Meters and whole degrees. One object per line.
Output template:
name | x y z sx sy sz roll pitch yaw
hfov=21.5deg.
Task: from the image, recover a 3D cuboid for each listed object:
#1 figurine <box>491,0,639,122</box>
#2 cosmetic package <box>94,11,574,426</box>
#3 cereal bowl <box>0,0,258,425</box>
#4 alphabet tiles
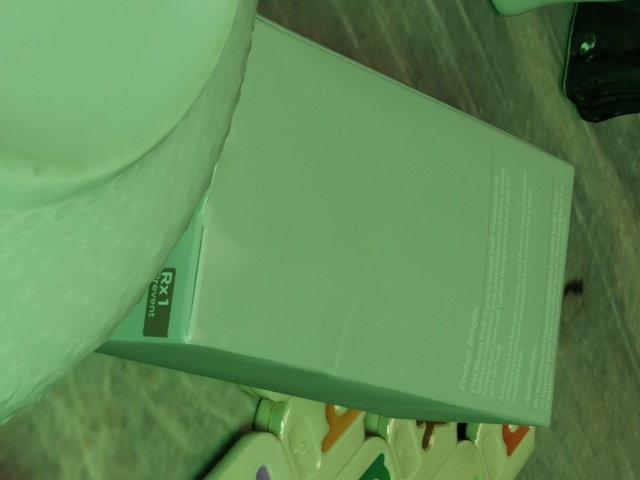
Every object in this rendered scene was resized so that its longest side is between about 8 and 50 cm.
figurine | 0.217 -0.142 0.922 0.215 0.209 0.092 39 62 -51
cosmetic package | 0.000 0.000 0.684 0.238 0.107 0.127 20 74 -45
cereal bowl | -0.120 -0.094 0.435 0.339 0.141 0.339 -10 102 -55
alphabet tiles | 0.030 0.112 0.839 0.278 0.021 0.284 -46 130 -41
